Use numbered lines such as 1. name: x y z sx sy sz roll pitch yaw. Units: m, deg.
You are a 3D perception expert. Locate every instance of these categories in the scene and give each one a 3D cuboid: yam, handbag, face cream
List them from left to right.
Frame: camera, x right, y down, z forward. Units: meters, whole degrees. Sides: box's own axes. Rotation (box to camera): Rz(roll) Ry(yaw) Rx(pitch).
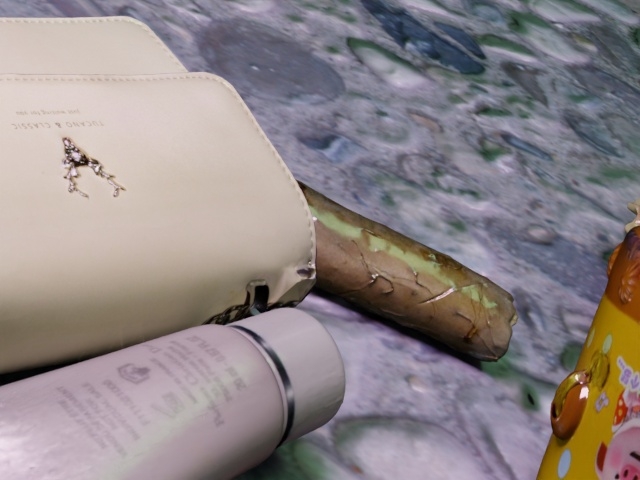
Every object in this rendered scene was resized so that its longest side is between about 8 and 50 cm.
1. handbag: -0.196 -0.024 1.197 0.358 0.160 0.237 -6 47 -49
2. face cream: -0.113 0.111 1.127 0.314 0.089 0.143 -17 50 -46
3. yam: 0.000 0.000 1.452 0.317 0.071 0.067 26 63 -8

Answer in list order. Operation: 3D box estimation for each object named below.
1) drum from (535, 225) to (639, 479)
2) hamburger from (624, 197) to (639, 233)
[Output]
1. drum: 0.346 0.163 1.207 0.431 0.214 0.431 20 9 -3
2. hamburger: 0.382 0.020 1.629 0.274 0.212 0.274 24 23 -11
